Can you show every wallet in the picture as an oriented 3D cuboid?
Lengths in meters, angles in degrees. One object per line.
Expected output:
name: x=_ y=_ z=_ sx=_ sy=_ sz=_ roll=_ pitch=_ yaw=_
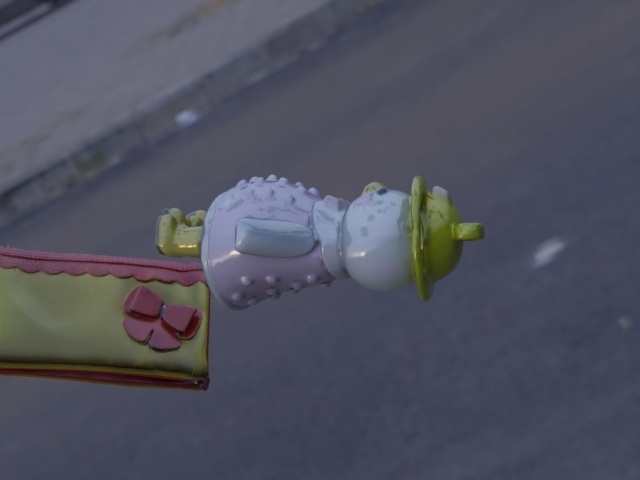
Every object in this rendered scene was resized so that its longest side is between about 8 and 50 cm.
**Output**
wallet: x=-0.230 y=0.076 z=1.977 sx=0.241 sy=0.141 sz=0.067 roll=4 pitch=-24 yaw=-7

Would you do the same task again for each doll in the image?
doll: x=0.000 y=0.000 z=1.139 sx=0.207 sy=0.081 sz=0.129 roll=-2 pitch=-6 yaw=26
